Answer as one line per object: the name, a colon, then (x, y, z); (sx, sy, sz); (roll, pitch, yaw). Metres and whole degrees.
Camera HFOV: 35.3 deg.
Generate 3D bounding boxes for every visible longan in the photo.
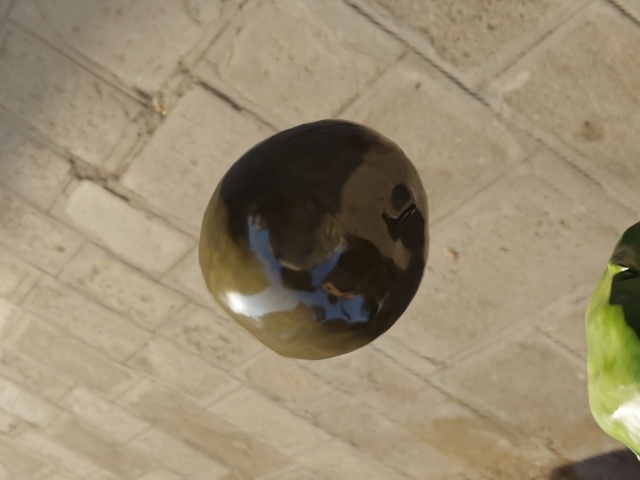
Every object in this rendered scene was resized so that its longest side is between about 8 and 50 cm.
longan: (-0.001, -0.002, 1.231); (0.297, 0.297, 0.297); (14, 144, 10)

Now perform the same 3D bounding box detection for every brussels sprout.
brussels sprout: (0.358, 0.088, 0.857); (0.259, 0.294, 0.227); (-7, 119, 16)
